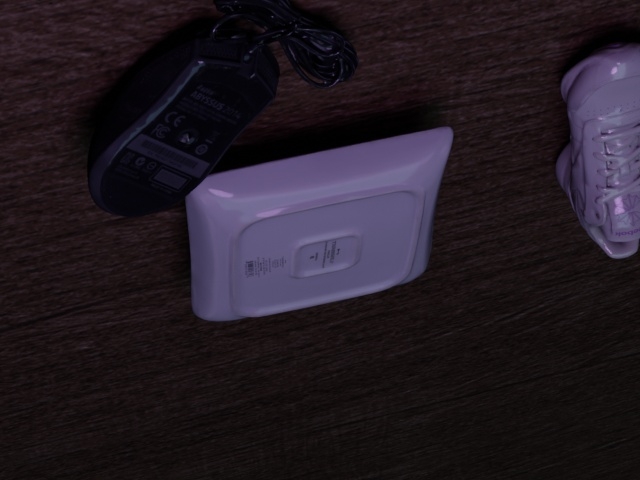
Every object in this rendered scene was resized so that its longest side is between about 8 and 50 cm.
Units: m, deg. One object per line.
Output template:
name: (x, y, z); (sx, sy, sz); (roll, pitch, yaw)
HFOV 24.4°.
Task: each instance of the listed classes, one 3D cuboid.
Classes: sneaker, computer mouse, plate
sneaker: (0.325, -0.093, 1.574); (0.114, 0.152, 0.305); (-15, 150, -1)
computer mouse: (-0.112, -0.131, 1.356); (0.272, 0.072, 0.188); (-42, 143, 15)
plate: (0.000, 0.000, 1.554); (0.278, 0.045, 0.277); (-12, 150, -10)
